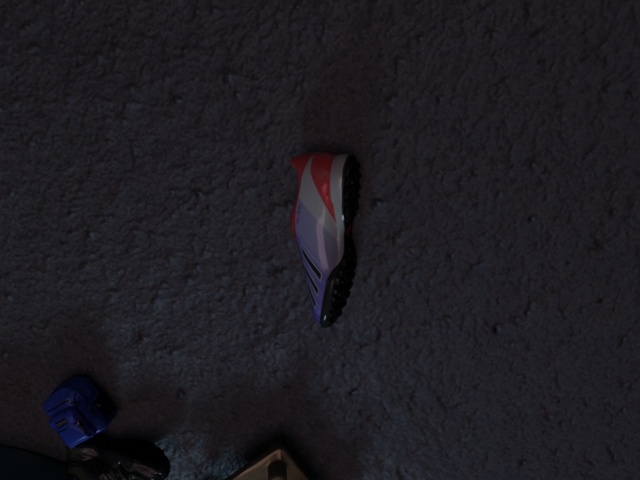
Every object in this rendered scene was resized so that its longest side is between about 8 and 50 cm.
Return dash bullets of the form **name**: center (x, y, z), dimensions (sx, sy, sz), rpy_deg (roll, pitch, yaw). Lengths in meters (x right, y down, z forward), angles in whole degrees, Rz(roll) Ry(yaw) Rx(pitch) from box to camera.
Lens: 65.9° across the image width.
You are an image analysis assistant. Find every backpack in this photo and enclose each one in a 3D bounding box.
- **backpack**: center (-0.489, 0.340, 0.992), dimensions (0.098, 0.101, 0.120), rpy_deg (-30, 99, 3)

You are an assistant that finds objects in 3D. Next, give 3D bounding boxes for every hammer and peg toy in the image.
- **hammer and peg toy**: center (-0.154, 0.611, 1.014), dimensions (0.361, 0.127, 0.266), rpy_deg (-35, 102, 0)

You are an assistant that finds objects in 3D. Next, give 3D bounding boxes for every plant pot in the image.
- **plant pot**: center (-0.642, 0.554, 1.028), dimensions (0.234, 0.166, 0.165), rpy_deg (28, 105, 6)

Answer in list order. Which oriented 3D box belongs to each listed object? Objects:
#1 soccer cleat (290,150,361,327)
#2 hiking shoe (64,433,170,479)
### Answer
- **soccer cleat**: center (0.000, 0.000, 0.884), dimensions (0.117, 0.109, 0.318), rpy_deg (10, 109, 21)
- **hiking shoe**: center (-0.422, 0.480, 1.030), dimensions (0.227, 0.086, 0.114), rpy_deg (9, 93, 10)
